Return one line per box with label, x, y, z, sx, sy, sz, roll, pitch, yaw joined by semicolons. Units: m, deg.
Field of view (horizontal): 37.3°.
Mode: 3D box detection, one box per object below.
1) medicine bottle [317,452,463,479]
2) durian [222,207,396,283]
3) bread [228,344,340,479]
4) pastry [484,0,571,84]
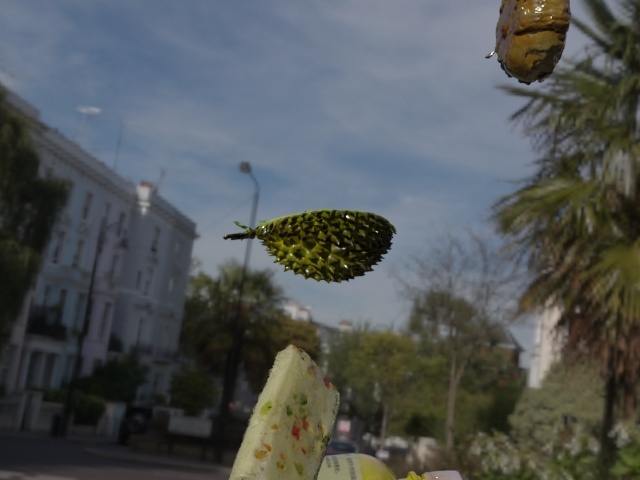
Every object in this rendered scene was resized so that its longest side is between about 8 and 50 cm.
medicine bottle;0.045;0.286;1.001;0.212;0.122;0.122;-3;-9;-7
durian;0.000;0.000;1.109;0.215;0.086;0.100;2;11;-23
bread;-0.024;0.153;0.743;0.028;0.154;0.068;-29;-69;30
pastry;0.276;-0.279;1.236;0.081;0.153;0.153;13;-11;-6
